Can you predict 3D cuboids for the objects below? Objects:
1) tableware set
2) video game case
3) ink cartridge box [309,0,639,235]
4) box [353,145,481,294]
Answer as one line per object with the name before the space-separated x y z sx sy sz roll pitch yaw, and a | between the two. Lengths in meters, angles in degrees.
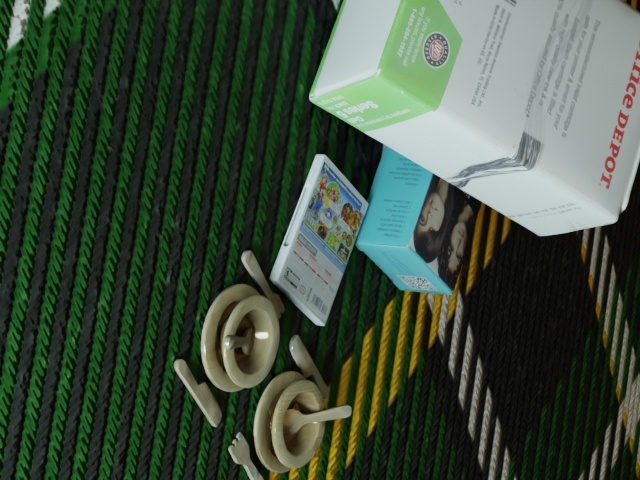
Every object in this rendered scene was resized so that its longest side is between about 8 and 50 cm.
tableware set | -0.037 0.116 1.418 0.128 0.039 0.194 -60 139 -32
video game case | 0.000 0.000 1.483 0.087 0.011 0.122 46 58 -48
ink cartridge box | 0.152 -0.152 1.504 0.273 0.114 0.198 30 68 -26
box | 0.112 -0.081 1.593 0.100 0.060 0.244 44 58 -50
